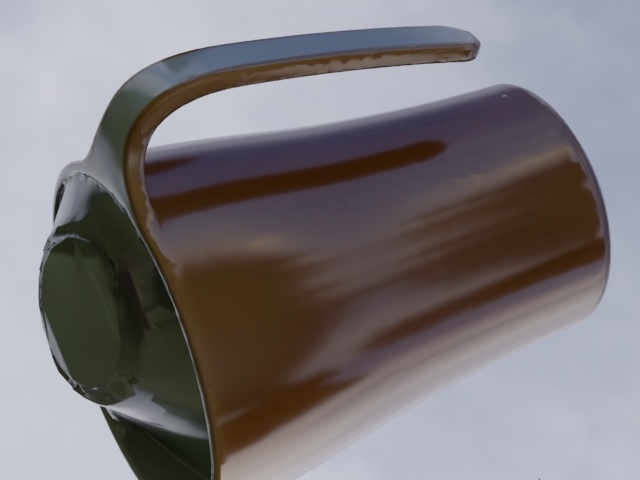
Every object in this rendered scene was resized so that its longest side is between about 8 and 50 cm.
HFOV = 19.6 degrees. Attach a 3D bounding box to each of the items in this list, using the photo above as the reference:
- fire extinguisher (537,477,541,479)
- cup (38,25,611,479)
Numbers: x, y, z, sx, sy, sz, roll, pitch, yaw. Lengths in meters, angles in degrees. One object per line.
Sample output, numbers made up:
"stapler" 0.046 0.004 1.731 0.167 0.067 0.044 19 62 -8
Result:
"fire extinguisher" 0.112 0.252 0.782 0.093 0.118 0.294 -25 -97 57
"cup" 0.000 0.000 0.893 0.182 0.264 0.226 43 -35 47
